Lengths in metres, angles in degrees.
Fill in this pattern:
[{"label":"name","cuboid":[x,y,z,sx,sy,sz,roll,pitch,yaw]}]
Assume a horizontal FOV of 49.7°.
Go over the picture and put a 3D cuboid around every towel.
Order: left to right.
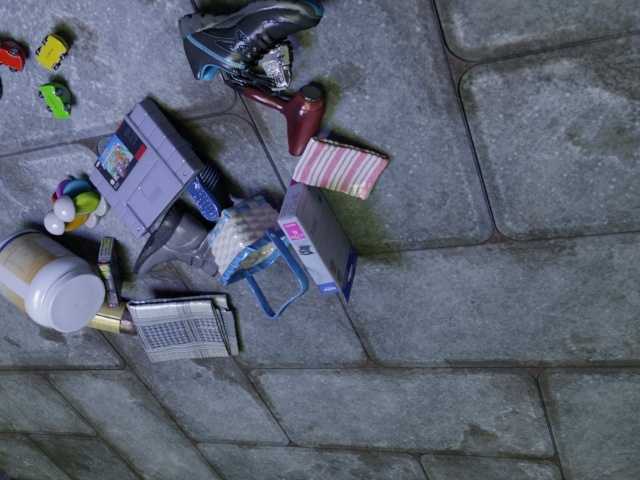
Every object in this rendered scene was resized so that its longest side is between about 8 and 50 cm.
[{"label":"towel","cuboid":[-0.433,0.296,2.250,0.324,0.056,0.312,-5,133,0]},{"label":"towel","cuboid":[0.046,-0.170,1.650,0.197,0.029,0.144,13,138,-15]}]

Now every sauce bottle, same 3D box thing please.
[{"label":"sauce bottle","cuboid":[-0.672,0.260,2.323,0.344,0.111,0.111,15,137,-3]}]

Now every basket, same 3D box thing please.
[{"label":"basket","cuboid":[-0.152,0.046,1.801,0.289,0.201,0.255,61,145,10]}]

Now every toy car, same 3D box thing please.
[{"label":"toy car","cuboid":[-0.681,-0.408,1.714,0.239,0.053,0.225,1,134,21]},{"label":"toy car","cuboid":[-0.704,-0.107,1.975,0.182,0.159,0.136,-37,76,43]}]

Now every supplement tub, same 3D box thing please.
[{"label":"supplement tub","cuboid":[-0.833,0.124,2.107,0.316,0.228,0.228,27,142,29]}]

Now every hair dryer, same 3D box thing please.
[{"label":"hair dryer","cuboid":[-0.090,-0.321,1.577,0.224,0.080,0.293,2,130,40]}]

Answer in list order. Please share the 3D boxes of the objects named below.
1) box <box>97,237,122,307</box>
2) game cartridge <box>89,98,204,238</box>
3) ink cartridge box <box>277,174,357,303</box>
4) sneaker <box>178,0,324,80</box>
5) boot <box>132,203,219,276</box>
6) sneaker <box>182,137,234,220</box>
[{"label":"box","cuboid":[-0.656,0.103,2.163,0.036,0.114,0.207,-2,136,-7]},{"label":"game cartridge","cuboid":[-0.466,-0.179,1.802,0.230,0.068,0.355,48,133,-3]},{"label":"ink cartridge box","cuboid":[0.000,0.000,1.756,0.065,0.185,0.311,-16,126,25]},{"label":"sneaker","cuboid":[-0.137,-0.414,1.421,0.341,0.125,0.139,-1,101,33]},{"label":"boot","cuboid":[-0.400,0.050,2.021,0.223,0.118,0.338,30,141,-17]},{"label":"sneaker","cuboid":[-0.306,-0.167,1.797,0.081,0.090,0.232,-18,103,35]}]
